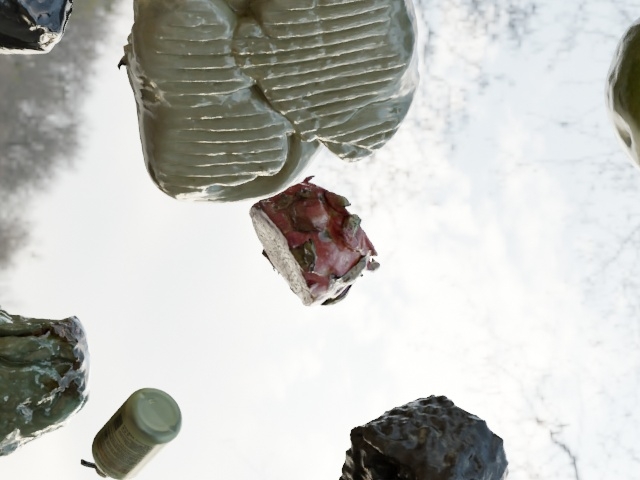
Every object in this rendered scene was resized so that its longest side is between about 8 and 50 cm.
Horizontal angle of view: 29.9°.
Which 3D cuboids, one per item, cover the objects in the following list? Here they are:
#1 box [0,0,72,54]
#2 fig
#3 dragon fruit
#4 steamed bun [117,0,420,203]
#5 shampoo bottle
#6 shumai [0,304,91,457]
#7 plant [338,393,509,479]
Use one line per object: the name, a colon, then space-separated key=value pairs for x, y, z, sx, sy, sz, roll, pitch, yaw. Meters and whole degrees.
box: x=-0.416 y=-0.244 z=0.939 sx=0.359 sy=0.350 sz=0.091 roll=8 pitch=-104 yaw=38
fig: x=0.400 y=-0.193 z=1.295 sx=0.233 sy=0.233 sz=0.314 roll=110 pitch=-22 yaw=-43
dragon fruit: x=0.000 y=0.000 z=1.897 sx=0.211 sy=0.147 sz=0.282 roll=62 pitch=-15 yaw=-8
steamed bun: x=-0.065 y=-0.246 z=1.351 sx=0.367 sy=0.342 sz=0.255 roll=91 pitch=-16 yaw=-50
shampoo bottle: x=-0.241 y=0.255 z=1.515 sx=0.162 sy=0.079 sz=0.079 roll=-47 pitch=-133 yaw=40
shumai: x=-0.449 y=0.191 z=1.629 sx=0.304 sy=0.263 sz=0.309 roll=-71 pitch=158 yaw=-53
plant: x=0.048 y=0.260 z=1.111 sx=0.149 sy=0.274 sz=0.146 roll=23 pitch=-43 yaw=39
